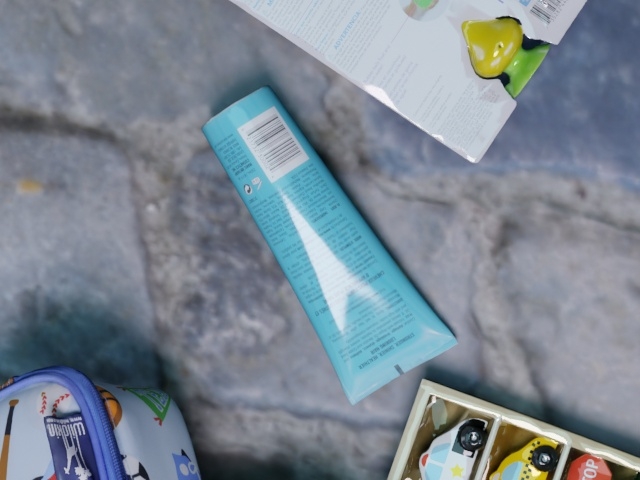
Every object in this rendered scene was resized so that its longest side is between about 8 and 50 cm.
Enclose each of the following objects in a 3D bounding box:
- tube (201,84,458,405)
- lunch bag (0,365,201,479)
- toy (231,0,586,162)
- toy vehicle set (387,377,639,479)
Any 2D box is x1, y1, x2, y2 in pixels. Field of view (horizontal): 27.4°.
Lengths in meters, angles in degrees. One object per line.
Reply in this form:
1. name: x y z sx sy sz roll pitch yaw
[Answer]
1. tube: 0.000 0.000 0.848 0.080 0.052 0.207 -32 92 12
2. lunch bag: -0.190 0.226 0.787 0.303 0.115 0.243 -29 62 24
3. toy: 0.037 -0.169 0.835 0.237 0.056 0.137 34 91 1
4. toy vehicle set: 0.099 0.240 0.828 0.166 0.035 0.267 19 88 7
